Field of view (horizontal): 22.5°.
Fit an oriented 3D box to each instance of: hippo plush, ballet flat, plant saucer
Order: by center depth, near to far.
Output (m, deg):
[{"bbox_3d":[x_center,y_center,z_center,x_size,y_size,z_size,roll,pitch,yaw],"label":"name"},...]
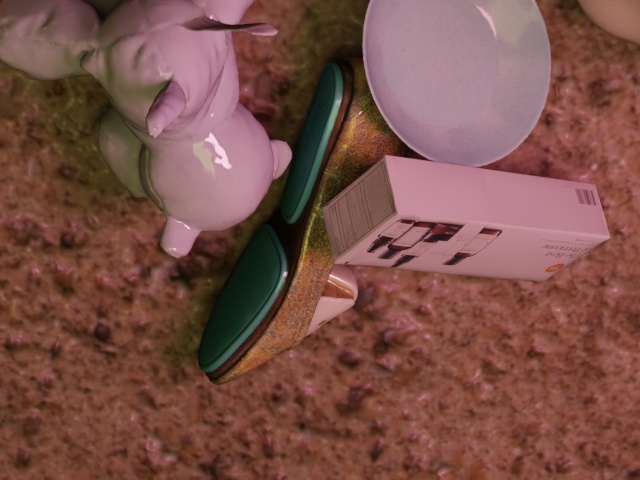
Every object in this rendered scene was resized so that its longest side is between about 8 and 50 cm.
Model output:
[{"bbox_3d":[-0.099,-0.135,1.354,0.234,0.294,0.236,-44,136,-17],"label":"hippo plush"},{"bbox_3d":[0.110,-0.157,1.381,0.195,0.037,0.195,2,86,-30],"label":"plant saucer"},{"bbox_3d":[0.000,0.000,1.464,0.123,0.123,0.349,22,114,-8],"label":"ballet flat"}]

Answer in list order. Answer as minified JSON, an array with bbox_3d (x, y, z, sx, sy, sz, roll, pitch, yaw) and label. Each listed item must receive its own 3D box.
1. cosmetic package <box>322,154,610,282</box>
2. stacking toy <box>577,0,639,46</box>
[{"bbox_3d":[0.128,-0.014,1.396,0.239,0.060,0.099,5,152,-34],"label":"cosmetic package"},{"bbox_3d":[0.374,-0.364,1.216,0.350,0.350,0.480,39,92,-15],"label":"stacking toy"}]
